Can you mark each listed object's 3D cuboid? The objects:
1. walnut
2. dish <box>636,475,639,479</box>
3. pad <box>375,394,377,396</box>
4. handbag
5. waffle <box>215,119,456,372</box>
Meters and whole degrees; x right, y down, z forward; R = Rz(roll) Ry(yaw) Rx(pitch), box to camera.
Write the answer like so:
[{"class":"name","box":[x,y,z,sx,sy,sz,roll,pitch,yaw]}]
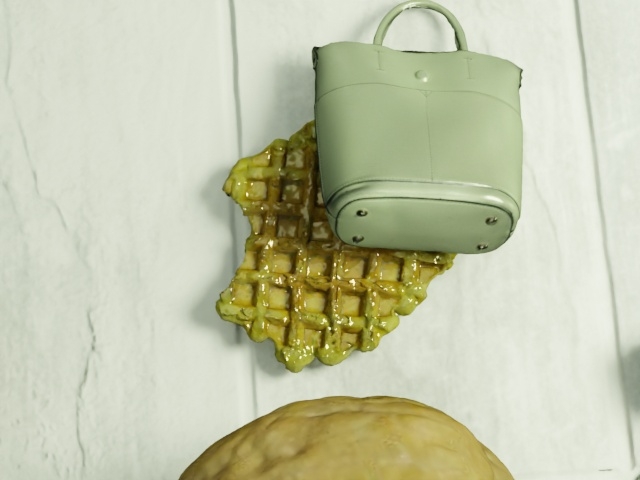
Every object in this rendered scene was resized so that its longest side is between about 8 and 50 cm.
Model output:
[{"class":"walnut","box":[0.032,0.292,1.248,0.344,0.306,0.306,-12,76,5]},{"class":"dish","box":[0.452,0.330,1.311,0.317,0.106,0.316,-1,77,6]},{"class":"pad","box":[0.024,0.342,1.399,0.270,0.012,0.269,-35,76,-3]},{"class":"handbag","box":[0.108,-0.133,1.445,0.241,0.109,0.315,5,52,-6]},{"class":"waffle","box":[0.000,0.000,1.458,0.291,0.051,0.291,-1,77,4]}]
